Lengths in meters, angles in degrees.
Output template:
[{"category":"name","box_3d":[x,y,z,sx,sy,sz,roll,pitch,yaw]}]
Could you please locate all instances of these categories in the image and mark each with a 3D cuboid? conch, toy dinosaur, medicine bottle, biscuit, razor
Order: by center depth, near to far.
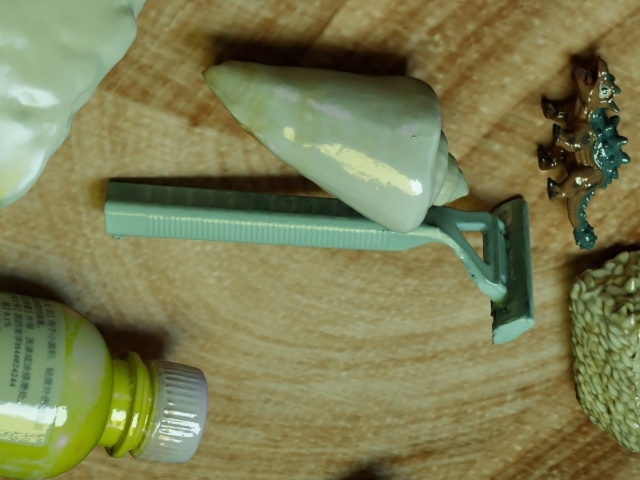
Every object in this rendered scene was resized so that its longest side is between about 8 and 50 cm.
[{"category":"conch","box_3d":[0.008,-0.058,1.183,0.176,0.104,0.094,6,112,-13]},{"category":"toy dinosaur","box_3d":[0.169,-0.054,1.247,0.055,0.049,0.154,-9,132,-5]},{"category":"razor","box_3d":[0.001,-0.008,1.247,0.277,0.111,0.056,9,135,-6]},{"category":"medicine bottle","box_3d":[-0.184,0.100,1.291,0.212,0.122,0.122,11,133,-22]},{"category":"biscuit","box_3d":[0.221,0.080,1.377,0.070,0.082,0.168,-28,139,-18]}]

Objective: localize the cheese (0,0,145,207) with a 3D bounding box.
[{"category":"cheese","box_3d":[-0.249,-0.118,0.931,0.332,0.292,0.153,-27,135,26]}]
